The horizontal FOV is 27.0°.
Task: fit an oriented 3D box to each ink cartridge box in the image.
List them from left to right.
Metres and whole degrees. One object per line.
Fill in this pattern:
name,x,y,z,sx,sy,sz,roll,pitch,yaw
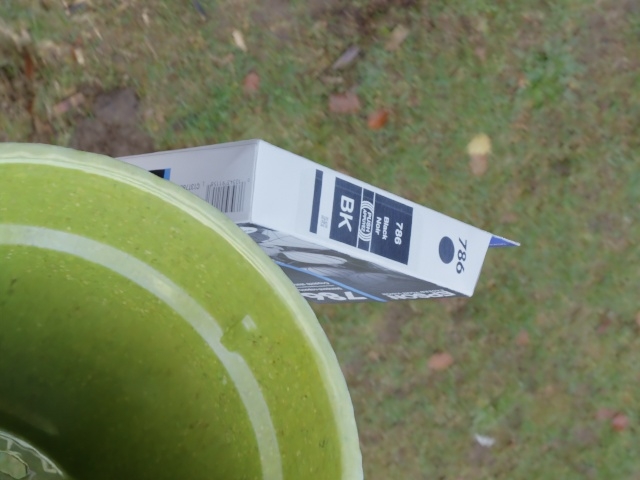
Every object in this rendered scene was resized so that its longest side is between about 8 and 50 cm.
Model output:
ink cartridge box,0.000,0.000,1.026,0.332,0.165,0.065,17,74,-48

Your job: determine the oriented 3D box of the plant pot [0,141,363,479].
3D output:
plant pot,-0.157,0.133,0.641,0.276,0.276,0.254,1,156,-27
